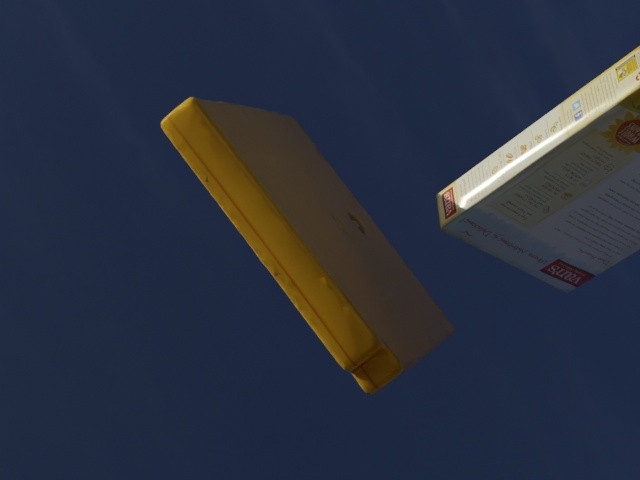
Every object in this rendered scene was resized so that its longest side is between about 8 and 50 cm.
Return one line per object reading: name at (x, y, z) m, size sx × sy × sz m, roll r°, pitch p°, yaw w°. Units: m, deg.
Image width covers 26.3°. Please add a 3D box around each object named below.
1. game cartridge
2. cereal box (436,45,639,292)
game cartridge at (0.000, 0.000, 1.246) m, size 0.053 × 0.324 × 0.285 m, roll -39°, pitch -97°, yaw 13°
cereal box at (0.243, -0.053, 1.179) m, size 0.173 × 0.240 × 0.047 m, roll 26°, pitch -135°, yaw -34°
